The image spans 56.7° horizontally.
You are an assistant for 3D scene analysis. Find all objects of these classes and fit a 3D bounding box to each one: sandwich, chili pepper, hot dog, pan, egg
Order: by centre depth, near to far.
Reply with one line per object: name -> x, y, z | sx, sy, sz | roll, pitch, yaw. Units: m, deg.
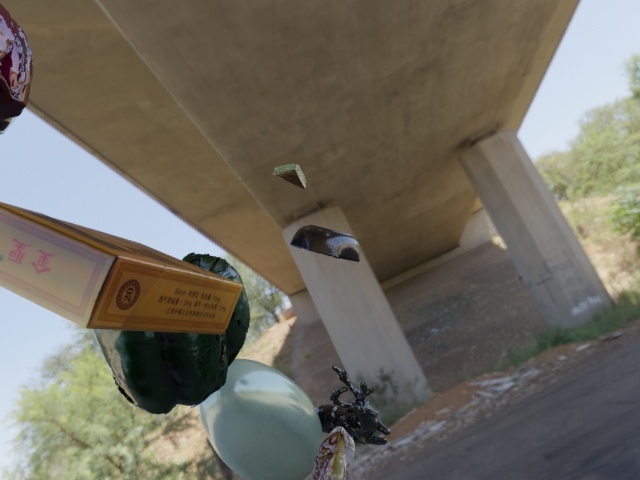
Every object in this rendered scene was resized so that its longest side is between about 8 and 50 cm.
chili pepper -> -0.258, 0.152, 1.010 | 0.248, 0.257, 0.233 | 0, 27, 11
hot dog -> 0.017, 0.416, 1.017 | 0.053, 0.192, 0.099 | 25, -31, -21
pan -> -0.012, -0.003, 1.085 | 0.128, 0.048, 0.202 | 15, -1, -43
egg -> -0.133, 0.403, 1.316 | 0.229, 0.230, 0.371 | -28, -56, 11
sandwich -> -0.063, -0.152, 1.335 | 0.083, 0.031, 0.044 | 24, -44, -12

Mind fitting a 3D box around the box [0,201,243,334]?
box -> -0.226, 0.041, 0.671 | 0.076, 0.174, 0.274 | -70, -19, -4

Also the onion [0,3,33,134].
onion -> -0.792, -0.433, 1.219 | 0.398, 0.421, 0.398 | -3, -22, -1

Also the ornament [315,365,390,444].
ornament -> 0.048, 0.379, 1.376 | 0.202, 0.080, 0.236 | 8, -39, 26
